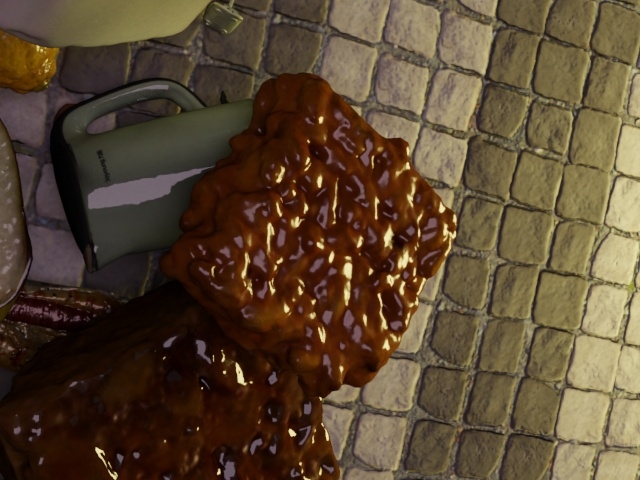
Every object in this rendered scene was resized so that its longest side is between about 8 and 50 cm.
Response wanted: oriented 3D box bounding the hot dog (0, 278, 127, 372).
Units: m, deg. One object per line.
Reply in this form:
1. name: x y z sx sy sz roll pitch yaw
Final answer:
1. hot dog: -0.354 0.104 1.270 0.252 0.069 0.131 18 85 -21

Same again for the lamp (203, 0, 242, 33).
1. lamp: -0.101 -0.370 1.356 0.050 0.056 0.198 23 75 -19

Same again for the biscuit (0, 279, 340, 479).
1. biscuit: -0.183 0.239 1.248 0.395 0.166 0.343 -27 116 -33

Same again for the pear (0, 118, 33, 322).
1. pear: -0.499 -0.033 1.138 0.340 0.191 0.386 -41 93 -17

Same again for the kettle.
1. kettle: -0.198 -0.094 1.282 0.255 0.165 0.240 -14 69 -16

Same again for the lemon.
1. lemon: -0.374 -0.254 1.199 0.142 0.142 0.187 -39 108 -13

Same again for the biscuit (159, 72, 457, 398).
1. biscuit: 0.000 0.000 1.198 0.318 0.110 0.312 44 64 -27

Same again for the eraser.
1. eraser: -0.278 -0.381 1.175 0.331 0.150 0.331 32 39 -30
